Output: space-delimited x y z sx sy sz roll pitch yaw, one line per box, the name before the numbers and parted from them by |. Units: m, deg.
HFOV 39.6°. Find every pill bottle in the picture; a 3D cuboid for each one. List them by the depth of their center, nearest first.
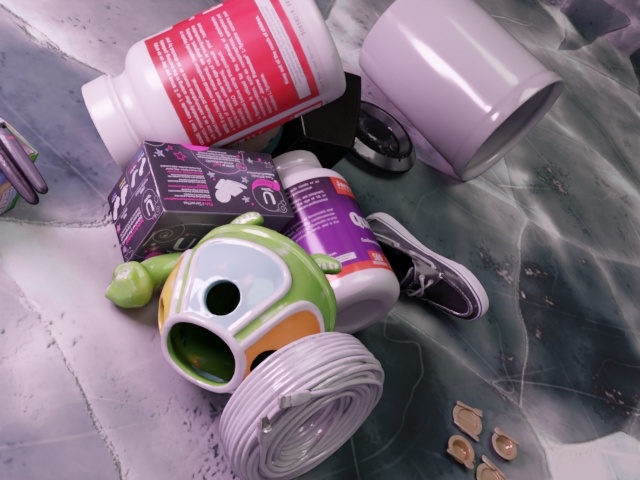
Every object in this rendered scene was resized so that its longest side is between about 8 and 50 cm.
pill bottle | -0.181 -0.270 1.516 0.407 0.229 0.229 -25 63 -2
pill bottle | 0.000 0.000 1.577 0.181 0.181 0.323 0 53 -39

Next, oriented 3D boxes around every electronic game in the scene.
electronic game | 0.119 -0.238 2.020 0.229 0.048 0.229 22 40 -20

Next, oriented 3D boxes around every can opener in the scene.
can opener | -0.438 -0.130 1.230 0.186 0.059 0.073 49 38 13

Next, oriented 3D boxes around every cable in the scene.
cable | -0.026 0.243 1.264 0.257 0.257 0.089 -18 52 -39

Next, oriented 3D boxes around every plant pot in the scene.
plant pot | -0.028 -0.236 1.801 0.187 0.188 0.167 9 59 -34

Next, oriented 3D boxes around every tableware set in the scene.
tableware set | 0.285 0.369 1.579 0.141 0.020 0.169 37 38 -4

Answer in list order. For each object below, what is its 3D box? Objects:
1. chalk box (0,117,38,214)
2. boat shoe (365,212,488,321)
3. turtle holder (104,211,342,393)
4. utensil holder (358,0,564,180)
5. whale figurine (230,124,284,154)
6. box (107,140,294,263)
chalk box | -0.516 -0.107 1.301 0.132 0.132 0.213 42 37 4
boat shoe | 0.189 0.065 1.731 0.301 0.108 0.102 40 38 5
turtle holder | -0.142 0.090 1.321 0.320 0.243 0.227 43 38 3
utensil holder | 0.329 -0.392 2.127 0.385 0.327 0.327 49 39 15
whale figurine | -0.193 -0.244 1.715 0.272 0.141 0.216 32 73 22
box | -0.200 -0.052 1.480 0.247 0.163 0.142 3 54 -38
